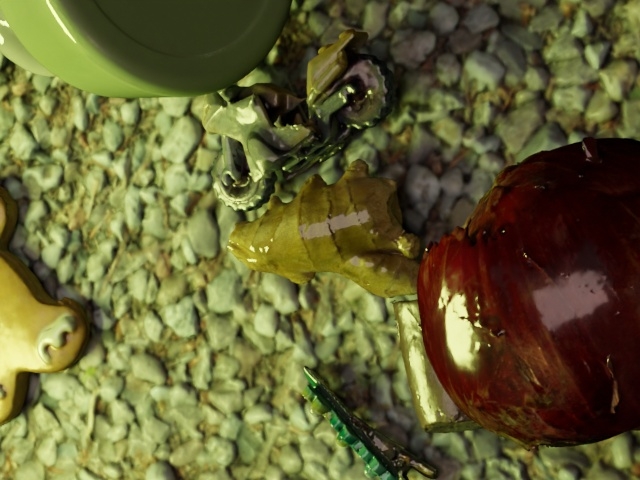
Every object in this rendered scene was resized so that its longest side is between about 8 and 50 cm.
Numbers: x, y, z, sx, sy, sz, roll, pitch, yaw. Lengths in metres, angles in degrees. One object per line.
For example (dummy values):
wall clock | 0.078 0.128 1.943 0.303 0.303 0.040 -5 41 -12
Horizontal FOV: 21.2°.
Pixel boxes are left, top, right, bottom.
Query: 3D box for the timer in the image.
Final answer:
timer | -0.225 -0.256 1.664 0.315 0.290 0.291 -12 82 52

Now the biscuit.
biscuit | -0.400 0.039 1.850 0.216 0.047 0.340 -42 70 20

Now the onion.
onion | 0.216 0.048 1.388 0.276 0.276 0.276 -1 88 29

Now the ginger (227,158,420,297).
ginger | 0.006 -0.012 1.610 0.205 0.081 0.115 7 123 21

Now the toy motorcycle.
toy motorcycle | -0.034 -0.126 1.625 0.229 0.094 0.130 -34 74 32

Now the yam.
yam | 0.115 0.110 1.548 0.084 0.084 0.127 -16 78 27

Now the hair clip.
hair clip | 0.036 0.183 1.606 0.173 0.049 0.049 41 107 22
